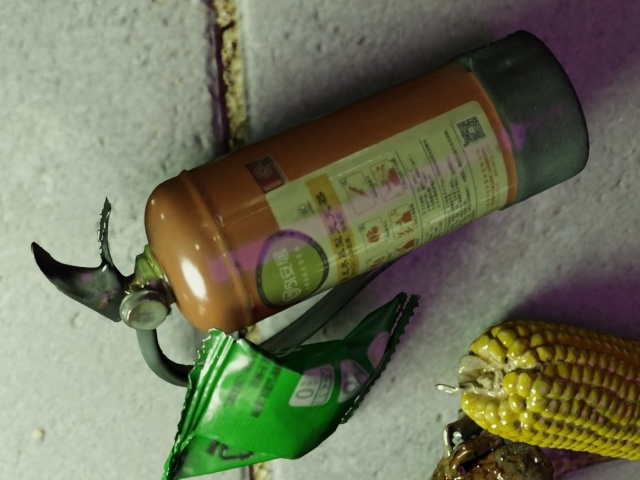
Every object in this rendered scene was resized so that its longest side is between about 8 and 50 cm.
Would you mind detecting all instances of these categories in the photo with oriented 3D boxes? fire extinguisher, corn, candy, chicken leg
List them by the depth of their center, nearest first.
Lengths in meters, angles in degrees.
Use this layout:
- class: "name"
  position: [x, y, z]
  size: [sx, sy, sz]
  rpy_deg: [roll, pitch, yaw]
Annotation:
- class: "fire extinguisher"
  position: [0.003, 0.002, 0.964]
  size: [0.376, 0.113, 0.200]
  rpy_deg: [-23, 118, -12]
- class: "candy"
  position: [-0.019, 0.111, 0.979]
  size: [0.203, 0.078, 0.141]
  rpy_deg: [-11, 152, -45]
- class: "corn"
  position: [0.241, 0.126, 1.116]
  size: [0.310, 0.101, 0.101]
  rpy_deg: [12, 106, -23]
- class: "chicken leg"
  position: [0.099, 0.226, 1.121]
  size: [0.196, 0.080, 0.125]
  rpy_deg: [-41, 110, 7]
